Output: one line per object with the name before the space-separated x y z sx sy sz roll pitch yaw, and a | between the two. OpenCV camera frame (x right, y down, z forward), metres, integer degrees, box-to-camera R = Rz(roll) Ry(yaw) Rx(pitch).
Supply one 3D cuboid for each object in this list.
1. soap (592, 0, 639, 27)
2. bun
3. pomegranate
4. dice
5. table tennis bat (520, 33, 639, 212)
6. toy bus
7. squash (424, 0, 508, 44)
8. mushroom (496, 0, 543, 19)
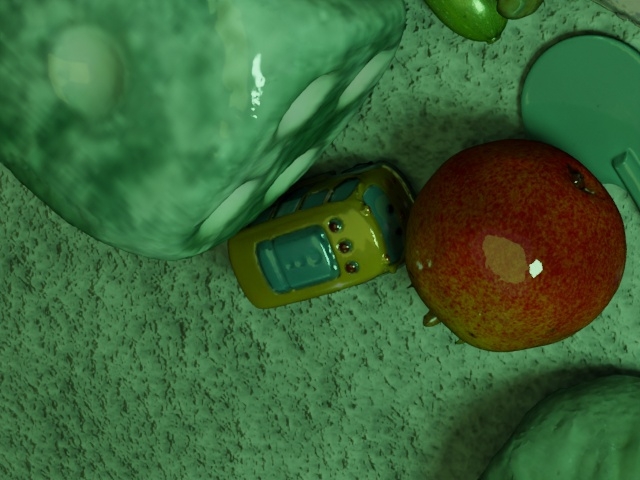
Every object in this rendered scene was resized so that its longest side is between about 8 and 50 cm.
soap | 0.360 -0.322 1.365 0.181 0.081 0.259 28 116 10
bun | 0.319 0.328 1.545 0.362 0.211 0.361 3 101 17
pomegranate | 0.188 0.018 1.493 0.221 0.221 0.256 40 137 4
dice | -0.135 -0.206 1.467 0.330 0.348 0.328 44 119 9
table tennis bat | 0.304 -0.098 1.496 0.153 0.040 0.244 -33 91 31
toy bus | 0.000 0.000 1.596 0.209 0.136 0.126 -16 103 25
squash | 0.126 -0.281 1.473 0.095 0.095 0.188 -36 99 28
mushroom | 0.109 -0.341 1.385 0.312 0.100 0.081 46 143 -8
